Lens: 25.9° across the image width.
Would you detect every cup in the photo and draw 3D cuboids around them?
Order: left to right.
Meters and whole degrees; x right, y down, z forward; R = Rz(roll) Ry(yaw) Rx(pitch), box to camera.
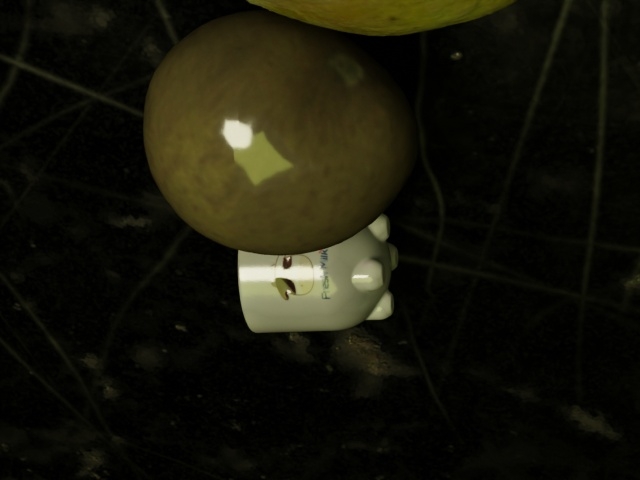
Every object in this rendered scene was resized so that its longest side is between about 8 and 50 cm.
[{"bbox_3d":[0.003,0.007,1.413,0.142,0.173,0.134,-2,162,13],"label":"cup"}]

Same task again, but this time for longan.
[{"bbox_3d":[-0.035,-0.097,1.250,0.248,0.248,0.248,7,132,8],"label":"longan"}]

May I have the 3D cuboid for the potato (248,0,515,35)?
[{"bbox_3d":[0.070,-0.270,1.077,0.280,0.212,0.330,10,134,6],"label":"potato"}]
